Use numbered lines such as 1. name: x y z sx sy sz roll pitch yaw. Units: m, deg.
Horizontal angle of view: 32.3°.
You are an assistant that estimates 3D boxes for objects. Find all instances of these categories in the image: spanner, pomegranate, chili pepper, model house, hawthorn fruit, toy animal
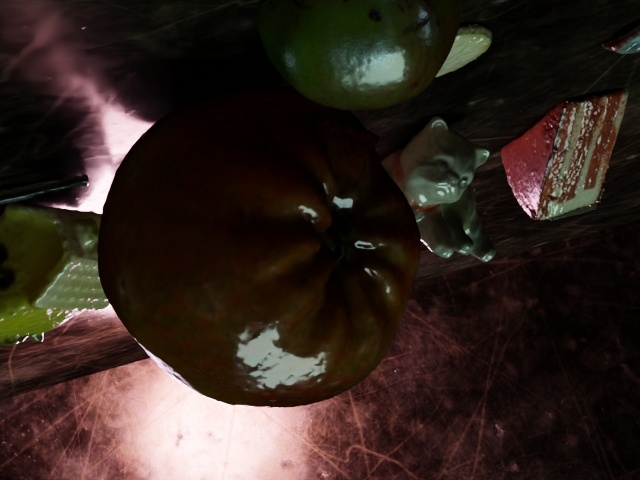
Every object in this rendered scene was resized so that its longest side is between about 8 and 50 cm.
1. spanner: -0.450 -0.044 1.400 0.325 0.026 0.093 -13 170 -25
2. pomegranate: 0.031 -0.215 0.935 0.179 0.180 0.210 -16 134 -6
3. chili pepper: 0.458 -0.286 1.516 0.153 0.041 0.050 -25 125 40
4. model house: -0.374 0.038 1.534 0.234 0.175 0.193 -17 170 21
5. hawthorn fruit: -0.101 0.006 1.336 0.402 0.403 0.403 -16 170 -3
6. toy animal: 0.211 -0.084 1.808 0.307 0.188 0.266 26 -171 -21

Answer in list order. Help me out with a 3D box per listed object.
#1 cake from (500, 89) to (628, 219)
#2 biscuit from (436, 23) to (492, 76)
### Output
1. cake: 0.432 -0.189 1.968 0.158 0.160 0.262 -13 134 -20
2. biscuit: 0.145 -0.229 1.375 0.152 0.020 0.152 -16 170 -3
